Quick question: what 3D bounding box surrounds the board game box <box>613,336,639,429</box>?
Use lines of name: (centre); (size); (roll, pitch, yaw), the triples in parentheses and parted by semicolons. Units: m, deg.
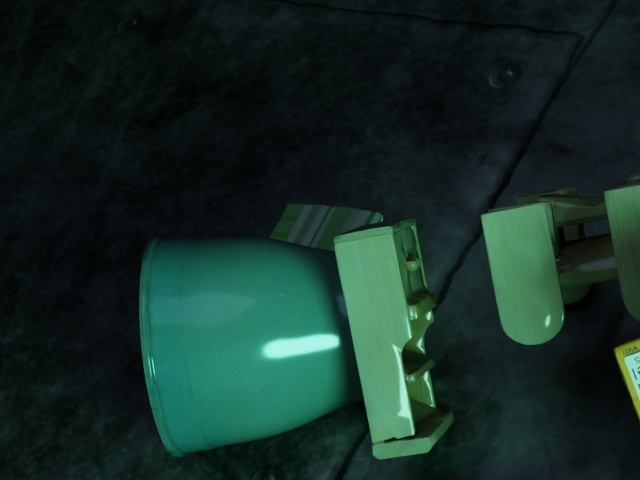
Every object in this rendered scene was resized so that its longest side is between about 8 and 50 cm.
board game box: (0.502, 0.233, 1.560); (0.356, 0.356, 0.356); (-21, 70, 7)

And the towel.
towel: (0.000, 0.000, 2.338); (0.152, 0.023, 0.113); (7, 52, 33)

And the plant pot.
plant pot: (-0.064, 0.116, 2.105); (0.255, 0.272, 0.272); (-7, 47, 7)

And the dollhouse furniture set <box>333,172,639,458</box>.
dollhouse furniture set: (0.241, 0.080, 1.952); (0.394, 0.256, 0.362); (-10, 3, 14)
